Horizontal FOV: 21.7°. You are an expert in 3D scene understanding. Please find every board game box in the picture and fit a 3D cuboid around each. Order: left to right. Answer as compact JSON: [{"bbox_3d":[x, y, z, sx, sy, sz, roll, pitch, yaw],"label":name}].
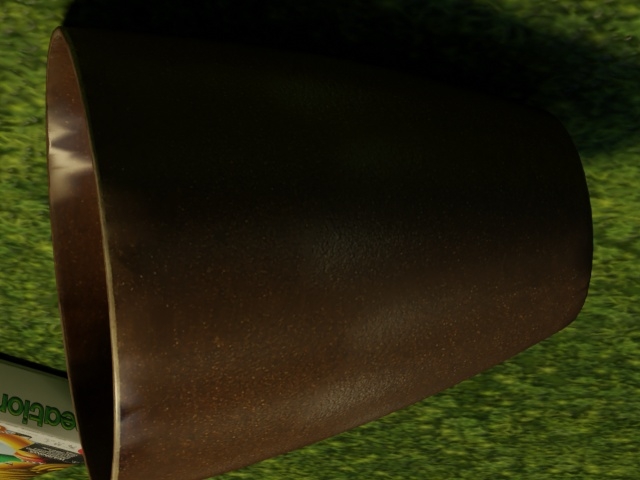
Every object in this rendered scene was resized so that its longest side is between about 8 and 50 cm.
[{"bbox_3d":[-0.330,0.118,1.244,0.305,0.053,0.193,21,152,-35],"label":"board game box"}]

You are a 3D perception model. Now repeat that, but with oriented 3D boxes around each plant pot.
[{"bbox_3d":[0.000,0.000,0.781,0.230,0.215,0.215,-6,159,-15],"label":"plant pot"}]
